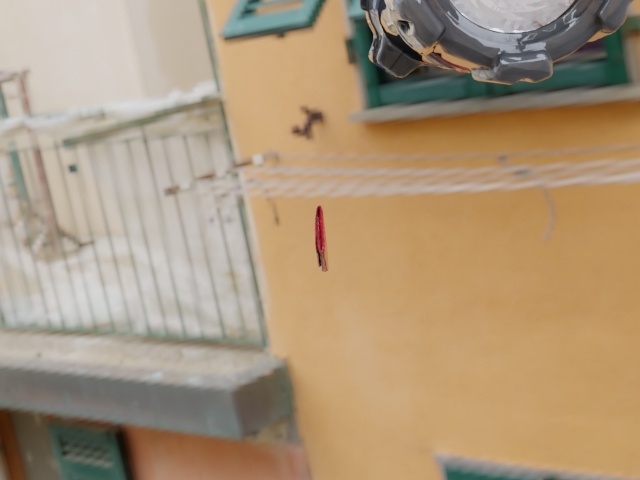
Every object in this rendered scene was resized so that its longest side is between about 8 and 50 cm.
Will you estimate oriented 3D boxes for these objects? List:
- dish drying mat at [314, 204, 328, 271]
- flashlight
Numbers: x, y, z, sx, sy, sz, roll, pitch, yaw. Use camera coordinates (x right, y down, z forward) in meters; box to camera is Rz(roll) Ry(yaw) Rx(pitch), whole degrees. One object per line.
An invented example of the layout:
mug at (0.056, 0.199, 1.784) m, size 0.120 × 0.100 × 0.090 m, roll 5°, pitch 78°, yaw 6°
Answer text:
dish drying mat at (0.000, 0.000, 0.940) m, size 0.008 × 0.032 × 0.083 m, roll -3°, pitch -10°, yaw 1°
flashlight at (0.071, -0.130, 0.673) m, size 0.103 × 0.103 × 0.304 m, roll -8°, pitch 9°, yaw 1°
